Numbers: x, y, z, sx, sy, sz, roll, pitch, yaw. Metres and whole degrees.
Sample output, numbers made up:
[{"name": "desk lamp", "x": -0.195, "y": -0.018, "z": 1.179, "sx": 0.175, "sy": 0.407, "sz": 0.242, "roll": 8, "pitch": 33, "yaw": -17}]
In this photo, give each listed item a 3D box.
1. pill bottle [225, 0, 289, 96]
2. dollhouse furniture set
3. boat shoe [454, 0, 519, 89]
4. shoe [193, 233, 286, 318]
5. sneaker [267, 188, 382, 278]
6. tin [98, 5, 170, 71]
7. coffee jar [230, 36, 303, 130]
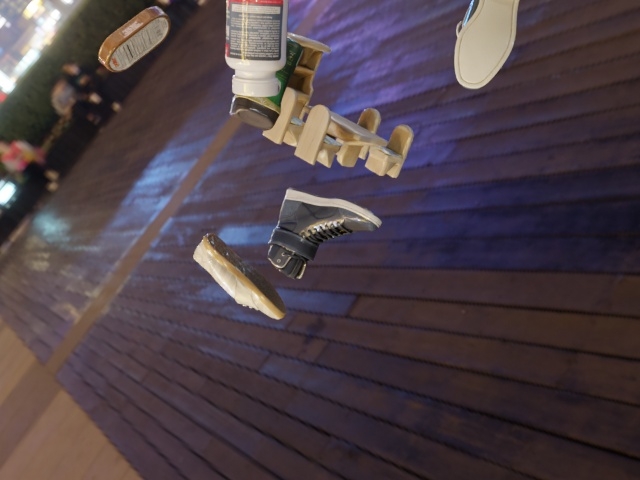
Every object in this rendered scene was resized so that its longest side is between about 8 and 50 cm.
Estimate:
[{"name": "pill bottle", "x": -0.111, "y": -0.346, "z": 1.614, "sx": 0.108, "sy": 0.108, "sz": 0.180, "roll": -124, "pitch": 36, "yaw": -69}, {"name": "dollhouse furniture set", "x": 0.018, "y": -0.372, "z": 2.493, "sx": 0.394, "sy": 0.362, "sz": 0.256, "roll": 34, "pitch": 109, "yaw": 37}, {"name": "boat shoe", "x": 0.280, "y": -0.364, "z": 1.569, "sx": 0.079, "sy": 0.095, "sz": 0.254, "roll": 91, "pitch": -169, "yaw": -77}, {"name": "shoe", "x": -0.156, "y": 0.079, "z": 1.804, "sx": 0.058, "sy": 0.219, "sz": 0.076, "roll": -46, "pitch": 1, "yaw": 18}, {"name": "sneaker", "x": 0.001, "y": 0.001, "z": 1.713, "sx": 0.226, "sy": 0.086, "sz": 0.163, "roll": 12, "pitch": 74, "yaw": 41}, {"name": "tin", "x": -0.425, "y": -0.462, "z": 2.138, "sx": 0.189, "sy": 0.040, "sz": 0.106, "roll": -41, "pitch": -21, "yaw": -12}, {"name": "coffee jar", "x": -0.108, "y": -0.313, "z": 1.828, "sx": 0.079, "sy": 0.096, "sz": 0.184, "roll": -3, "pitch": 66, "yaw": 68}]
